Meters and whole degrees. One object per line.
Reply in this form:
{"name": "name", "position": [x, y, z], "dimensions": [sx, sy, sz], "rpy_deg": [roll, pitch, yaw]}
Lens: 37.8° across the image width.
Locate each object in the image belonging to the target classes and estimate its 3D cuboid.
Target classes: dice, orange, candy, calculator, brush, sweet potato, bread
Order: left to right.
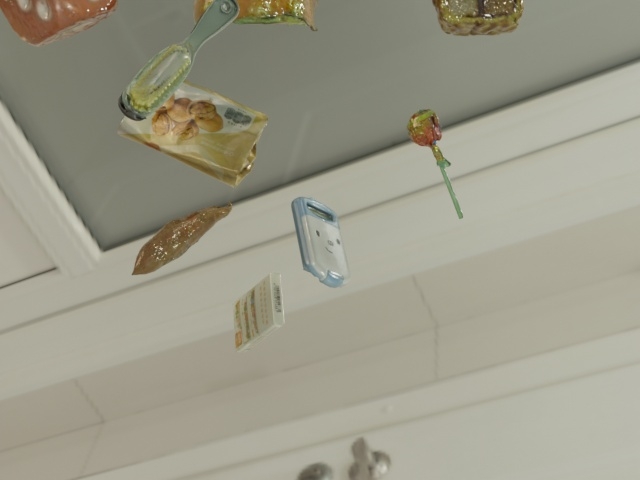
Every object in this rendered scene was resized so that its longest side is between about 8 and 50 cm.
{"name": "dice", "position": [-0.525, -0.502, 1.869], "dimensions": [0.175, 0.174, 0.179], "rpy_deg": [-34, 104, -47]}
{"name": "sweet potato", "position": [-0.233, -0.008, 1.558], "dimensions": [0.060, 0.206, 0.068], "rpy_deg": [61, -15, -17]}
{"name": "brush", "position": [-0.235, -0.325, 1.605], "dimensions": [0.068, 0.060, 0.297], "rpy_deg": [41, 70, -10]}
{"name": "orange", "position": [-0.143, -0.540, 2.035], "dimensions": [0.334, 0.263, 0.196], "rpy_deg": [-73, 150, -56]}
{"name": "calculator", "position": [0.000, 0.000, 1.853], "dimensions": [0.121, 0.039, 0.210], "rpy_deg": [26, 42, -43]}
{"name": "candy", "position": [0.203, -0.128, 1.590], "dimensions": [0.201, 0.060, 0.060], "rpy_deg": [66, 19, -9]}
{"name": "bread", "position": [0.297, -0.503, 1.802], "dimensions": [0.096, 0.181, 0.222], "rpy_deg": [34, 51, -83]}

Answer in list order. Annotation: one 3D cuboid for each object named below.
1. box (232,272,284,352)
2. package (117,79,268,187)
{"name": "box", "position": [-0.142, 0.165, 2.097], "dimensions": [0.032, 0.220, 0.122], "rpy_deg": [5, 67, -27]}
{"name": "package", "position": [-0.313, -0.248, 2.304], "dimensions": [0.165, 0.311, 0.221], "rpy_deg": [111, 2, -59]}
